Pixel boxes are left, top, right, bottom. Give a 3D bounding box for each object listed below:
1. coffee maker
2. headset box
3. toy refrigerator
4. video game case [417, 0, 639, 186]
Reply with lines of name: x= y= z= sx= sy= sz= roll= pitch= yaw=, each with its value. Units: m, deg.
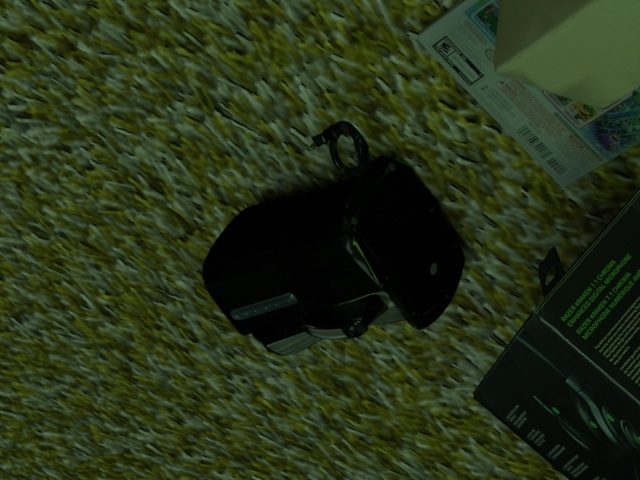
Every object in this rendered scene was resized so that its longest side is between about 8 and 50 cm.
coffee maker: x=0.000 y=0.000 z=1.552 sx=0.178 sy=0.120 sz=0.171 roll=-16 pitch=96 yaw=43
headset box: x=0.254 y=0.116 z=1.368 sx=0.283 sy=0.131 sz=0.246 roll=40 pitch=163 yaw=8
toy refrigerator: x=0.212 y=-0.177 z=1.153 sx=0.094 sy=0.102 sz=0.269 roll=16 pitch=156 yaw=-21
video game case: x=0.164 y=-0.121 z=1.365 sx=0.157 sy=0.019 sz=0.143 roll=45 pitch=141 yaw=-10
